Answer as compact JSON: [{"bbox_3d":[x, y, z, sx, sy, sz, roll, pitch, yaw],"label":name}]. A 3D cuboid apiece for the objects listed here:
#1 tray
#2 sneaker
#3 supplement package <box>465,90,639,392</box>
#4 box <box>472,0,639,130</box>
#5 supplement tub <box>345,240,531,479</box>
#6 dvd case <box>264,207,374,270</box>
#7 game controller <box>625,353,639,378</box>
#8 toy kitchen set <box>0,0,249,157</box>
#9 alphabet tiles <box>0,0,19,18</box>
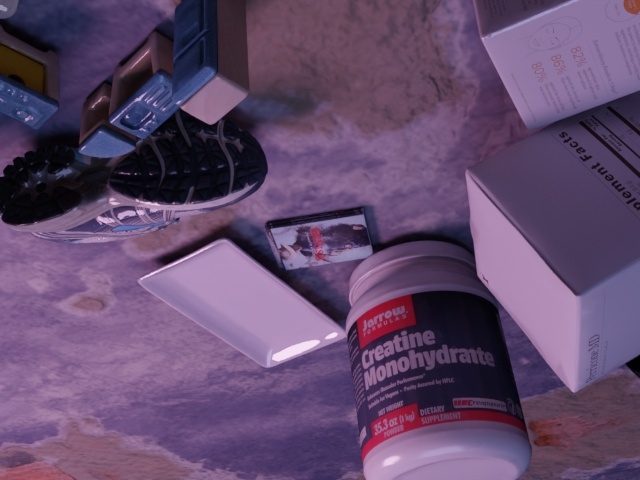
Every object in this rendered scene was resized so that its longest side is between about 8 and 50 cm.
[{"bbox_3d":[-0.093,0.080,1.158,0.145,0.030,0.270,-24,138,25],"label":"tray"},{"bbox_3d":[-0.188,-0.058,0.941,0.283,0.110,0.122,-7,160,10],"label":"sneaker"},{"bbox_3d":[0.311,-0.026,0.849,0.293,0.175,0.177,-28,142,-7],"label":"supplement package"},{"bbox_3d":[0.235,-0.194,0.779,0.170,0.091,0.130,-19,138,21],"label":"box"},{"bbox_3d":[0.131,0.157,1.064,0.191,0.272,0.191,-5,145,-3],"label":"supplement tub"},{"bbox_3d":[0.000,0.000,1.075,0.119,0.013,0.087,-7,142,7],"label":"dvd case"},{"bbox_3d":[0.395,0.061,0.967,0.166,0.319,0.067,-7,107,13],"label":"game controller"},{"bbox_3d":[-0.191,-0.150,0.775,0.166,0.122,0.207,26,133,-37],"label":"toy kitchen set"},{"bbox_3d":[-0.366,-0.274,0.697,0.278,0.021,0.284,15,139,-21],"label":"alphabet tiles"}]
